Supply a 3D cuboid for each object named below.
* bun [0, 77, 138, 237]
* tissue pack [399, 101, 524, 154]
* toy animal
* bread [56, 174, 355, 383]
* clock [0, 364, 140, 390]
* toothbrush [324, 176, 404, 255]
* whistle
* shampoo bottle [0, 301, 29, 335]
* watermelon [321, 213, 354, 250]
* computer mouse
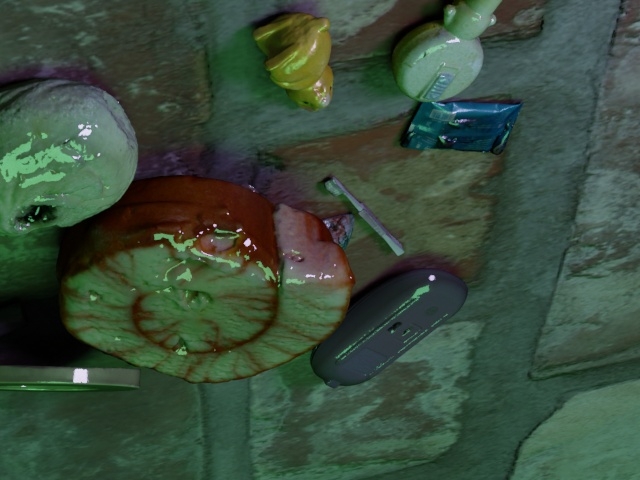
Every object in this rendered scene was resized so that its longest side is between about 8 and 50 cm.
[{"bbox_3d":[-0.297,-0.079,1.987,0.221,0.108,0.221,-12,143,-10],"label":"bun"},{"bbox_3d":[0.168,-0.131,2.202,0.138,0.028,0.085,-2,140,-27],"label":"tissue pack"},{"bbox_3d":[-0.012,-0.181,2.026,0.083,0.070,0.159,-23,148,3],"label":"toy animal"},{"bbox_3d":[-0.145,0.051,2.176,0.328,0.114,0.295,16,141,-27],"label":"bread"},{"bbox_3d":[-0.332,0.163,2.246,0.235,0.029,0.235,0,173,0],"label":"clock"},{"bbox_3d":[0.056,-0.030,2.290,0.017,0.014,0.194,-31,142,15],"label":"toothbrush"},{"bbox_3d":[0.154,-0.226,2.045,0.104,0.057,0.198,9,137,-33],"label":"whistle"},{"bbox_3d":[-0.430,0.116,2.237,0.165,0.040,0.080,-20,149,2],"label":"shampoo bottle"},{"bbox_3d":[0.000,0.000,2.287,0.061,0.085,0.085,45,118,-7],"label":"watermelon"},{"bbox_3d":[0.088,0.109,2.447,0.232,0.057,0.120,-40,139,22],"label":"computer mouse"}]
